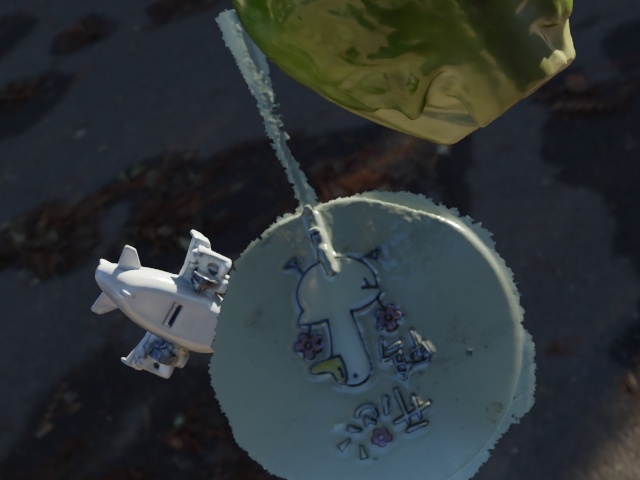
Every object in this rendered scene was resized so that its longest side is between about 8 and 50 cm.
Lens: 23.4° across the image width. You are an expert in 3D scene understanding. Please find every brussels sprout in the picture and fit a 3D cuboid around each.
[{"bbox_3d":[0.035,-0.131,0.689,0.143,0.181,0.161,-25,-2,39],"label":"brussels sprout"}]

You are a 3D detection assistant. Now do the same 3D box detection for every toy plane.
[{"bbox_3d":[-0.171,0.070,1.718,0.174,0.174,0.080,-31,18,1],"label":"toy plane"}]

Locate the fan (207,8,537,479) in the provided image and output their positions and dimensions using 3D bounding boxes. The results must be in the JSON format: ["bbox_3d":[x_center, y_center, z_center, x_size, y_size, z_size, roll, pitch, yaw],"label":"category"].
[{"bbox_3d":[0.000,0.000,1.130,0.233,0.012,0.415,-24,71,0],"label":"fan"}]
